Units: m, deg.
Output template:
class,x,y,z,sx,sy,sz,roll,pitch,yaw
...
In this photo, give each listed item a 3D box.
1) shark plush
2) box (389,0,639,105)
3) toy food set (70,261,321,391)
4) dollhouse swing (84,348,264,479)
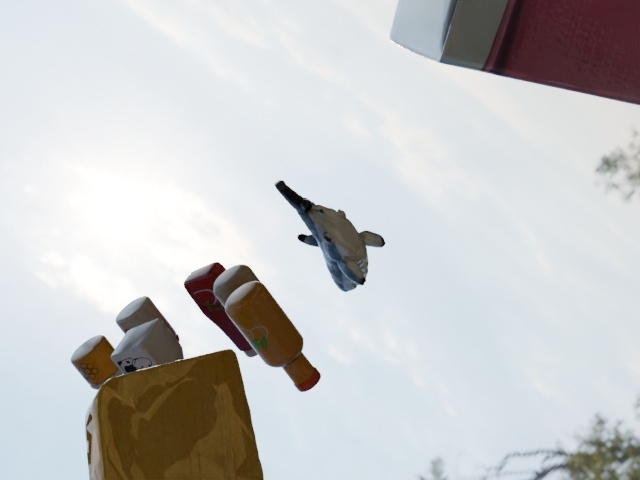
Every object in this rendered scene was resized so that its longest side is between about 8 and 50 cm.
class,x,y,z,sx,sy,sz,roll,pitch,yaw
shark plush,0.000,0.000,1.331,0.161,0.067,0.073,38,-127,-30
box,0.195,-0.194,0.980,0.233,0.126,0.148,9,-166,-15
toy food set,-0.106,0.097,1.066,0.104,0.232,0.111,55,-147,-20
dollhouse swing,-0.239,0.267,0.788,0.305,0.346,0.315,10,-137,-28
